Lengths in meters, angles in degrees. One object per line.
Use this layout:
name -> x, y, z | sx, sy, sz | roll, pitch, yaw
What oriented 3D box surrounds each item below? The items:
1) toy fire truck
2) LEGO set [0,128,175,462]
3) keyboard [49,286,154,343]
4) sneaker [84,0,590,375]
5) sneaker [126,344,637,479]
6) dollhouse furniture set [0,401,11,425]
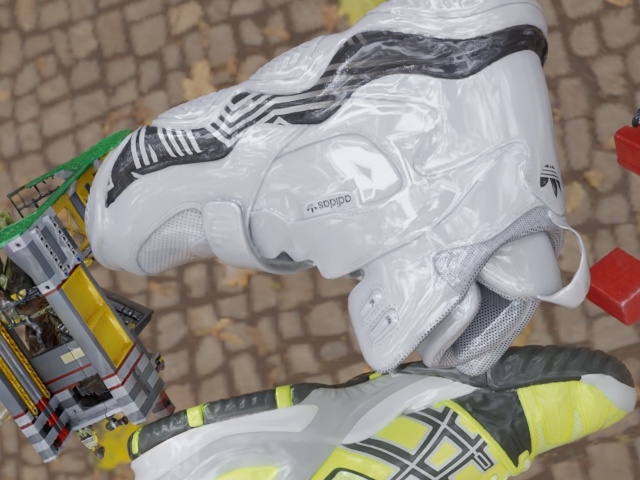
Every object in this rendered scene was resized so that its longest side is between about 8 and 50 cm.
toy fire truck -> 0.264, -0.042, 0.957 | 0.192, 0.135, 0.047 | -33, 40, -16
LEGO set -> -0.234, 0.078, 1.063 | 0.331, 0.255, 0.192 | -27, 107, 14
keyboard -> -0.254, 0.096, 1.444 | 0.108, 0.023, 0.180 | -52, 31, -15
sneaker -> 0.000, 0.000, 0.858 | 0.366, 0.137, 0.210 | -25, 71, 31
sneaker -> 0.057, 0.165, 0.990 | 0.385, 0.145, 0.147 | -10, 82, -15
dollhouse furniture set -> -0.413, 0.164, 1.480 | 0.076, 0.152, 0.058 | -49, 39, 2
